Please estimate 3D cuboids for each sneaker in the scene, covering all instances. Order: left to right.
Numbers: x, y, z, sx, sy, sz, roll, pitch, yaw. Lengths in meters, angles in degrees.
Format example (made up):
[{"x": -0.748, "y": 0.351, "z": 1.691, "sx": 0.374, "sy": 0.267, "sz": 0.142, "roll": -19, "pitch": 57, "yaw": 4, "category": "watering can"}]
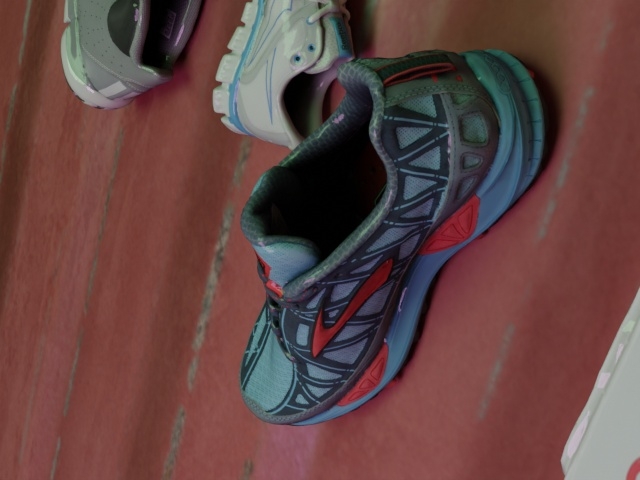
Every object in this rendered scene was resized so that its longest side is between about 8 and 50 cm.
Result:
[{"x": -0.138, "y": -0.218, "z": 0.816, "sx": 0.132, "sy": 0.086, "sz": 0.229, "roll": -5, "pitch": 95, "yaw": 47, "category": "sneaker"}, {"x": -0.005, "y": -0.140, "z": 0.653, "sx": 0.083, "sy": 0.071, "sz": 0.191, "roll": 34, "pitch": 124, "yaw": 40, "category": "sneaker"}, {"x": 0.000, "y": 0.000, "z": 0.586, "sx": 0.104, "sy": 0.125, "sz": 0.262, "roll": 57, "pitch": 131, "yaw": 36, "category": "sneaker"}]

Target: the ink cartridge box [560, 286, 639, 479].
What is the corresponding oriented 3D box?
[{"x": 0.238, "y": 0.065, "z": 0.275, "sx": 0.306, "sy": 0.131, "sz": 0.226, "roll": 43, "pitch": 122, "yaw": 44, "category": "ink cartridge box"}]
